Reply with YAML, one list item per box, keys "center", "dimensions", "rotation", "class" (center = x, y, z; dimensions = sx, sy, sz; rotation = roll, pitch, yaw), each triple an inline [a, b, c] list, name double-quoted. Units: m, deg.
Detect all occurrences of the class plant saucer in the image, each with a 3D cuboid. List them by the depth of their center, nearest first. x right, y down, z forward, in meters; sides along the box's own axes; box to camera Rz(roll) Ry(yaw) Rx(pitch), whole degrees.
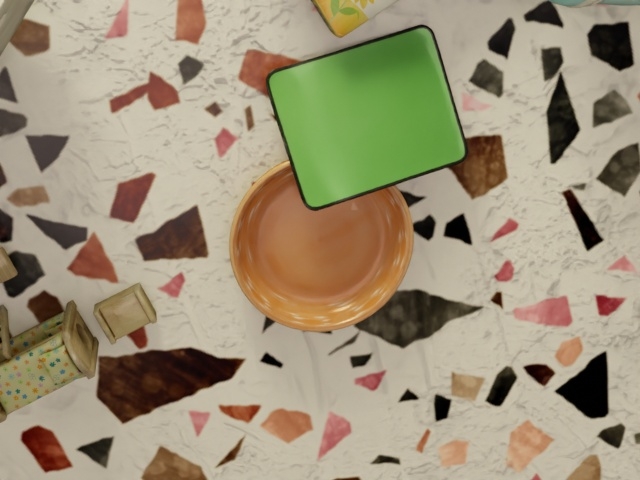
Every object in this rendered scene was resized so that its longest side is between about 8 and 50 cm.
- center: [0.000, 0.000, 1.184]
  dimensions: [0.199, 0.037, 0.200]
  rotation: [-3, 107, -9]
  class: "plant saucer"

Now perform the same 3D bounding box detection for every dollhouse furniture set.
- center: [-0.286, 0.068, 1.127]
  dimensions: [0.181, 0.101, 0.161]
  rotation: [-27, 109, 0]
  class: "dollhouse furniture set"

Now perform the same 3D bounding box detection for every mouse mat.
- center: [0.050, -0.128, 1.141]
  dimensions: [0.189, 0.007, 0.153]
  rotation: [-18, 97, -9]
  class: "mouse mat"

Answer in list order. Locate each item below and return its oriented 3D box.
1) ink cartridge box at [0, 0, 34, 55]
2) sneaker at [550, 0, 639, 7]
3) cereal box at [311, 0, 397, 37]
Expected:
- center: [-0.424, -0.236, 0.945]
  dimensions: [0.306, 0.131, 0.226]
  rotation: [30, 80, -9]
  class: "ink cartridge box"
- center: [0.317, -0.378, 1.083]
  dimensions: [0.208, 0.127, 0.319]
  rotation: [3, 94, -30]
  class: "sneaker"
- center: [0.071, -0.337, 1.083]
  dimensions: [0.240, 0.047, 0.173]
  rotation: [-32, 110, 1]
  class: "cereal box"
